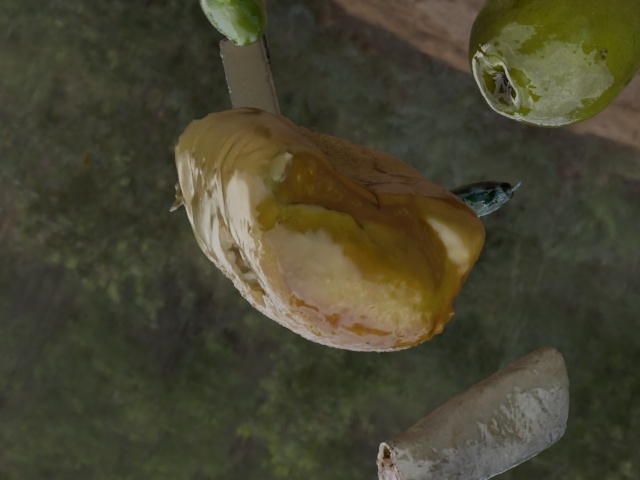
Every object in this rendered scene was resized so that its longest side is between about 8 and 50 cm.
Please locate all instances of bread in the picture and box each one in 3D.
[{"bbox_3d":[0.000,0.000,1.620,0.361,0.250,0.394,18,-170,-23],"label":"bread"}]

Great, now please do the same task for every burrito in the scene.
[{"bbox_3d":[0.221,0.273,1.750,0.105,0.299,0.143,43,155,53],"label":"burrito"}]

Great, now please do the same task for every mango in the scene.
[{"bbox_3d":[-0.114,-0.318,1.690,0.091,0.074,0.165,33,173,8],"label":"mango"}]

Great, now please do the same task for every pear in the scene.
[{"bbox_3d":[0.364,-0.302,1.850,0.253,0.307,0.253,44,161,20],"label":"pear"}]

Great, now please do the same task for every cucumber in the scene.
[{"bbox_3d":[0.210,-0.055,1.908,0.250,0.056,0.056,-15,143,40],"label":"cucumber"}]

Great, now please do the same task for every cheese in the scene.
[{"bbox_3d":[-0.097,-0.187,1.999,0.085,0.400,0.034,-16,145,5],"label":"cheese"}]
